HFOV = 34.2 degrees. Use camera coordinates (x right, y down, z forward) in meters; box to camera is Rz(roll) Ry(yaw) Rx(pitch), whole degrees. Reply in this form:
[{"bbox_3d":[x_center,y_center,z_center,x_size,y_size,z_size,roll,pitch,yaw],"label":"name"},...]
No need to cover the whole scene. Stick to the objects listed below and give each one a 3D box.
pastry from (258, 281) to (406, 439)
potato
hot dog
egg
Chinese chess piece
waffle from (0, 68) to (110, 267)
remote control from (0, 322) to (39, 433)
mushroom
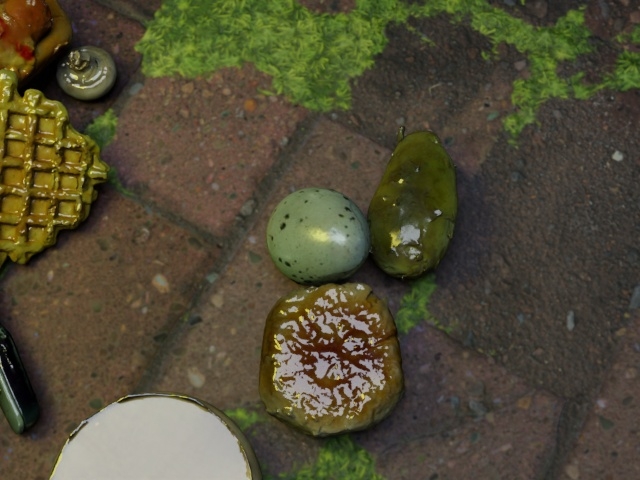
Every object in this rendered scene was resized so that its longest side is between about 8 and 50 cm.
[{"bbox_3d":[0.011,0.150,1.292,0.182,0.093,0.192,-5,70,-7],"label":"pastry"},{"bbox_3d":[0.124,-0.051,1.372,0.117,0.090,0.225,6,62,9],"label":"potato"},{"bbox_3d":[-0.457,-0.251,1.386,0.257,0.153,0.150,-41,94,-5],"label":"hot dog"},{"bbox_3d":[0.000,0.000,1.316,0.131,0.164,0.131,-5,105,-20],"label":"egg"},{"bbox_3d":[-0.194,0.306,1.225,0.257,0.104,0.257,0,69,0],"label":"Chinese chess piece"},{"bbox_3d":[-0.412,-0.087,1.335,0.243,0.059,0.237,-38,114,-10],"label":"waffle"},{"bbox_3d":[-0.408,0.137,1.308,0.042,0.072,0.222,-17,71,-30],"label":"remote control"},{"bbox_3d":[-0.328,-0.240,1.447,0.085,0.079,0.085,0,66,0],"label":"mushroom"}]
